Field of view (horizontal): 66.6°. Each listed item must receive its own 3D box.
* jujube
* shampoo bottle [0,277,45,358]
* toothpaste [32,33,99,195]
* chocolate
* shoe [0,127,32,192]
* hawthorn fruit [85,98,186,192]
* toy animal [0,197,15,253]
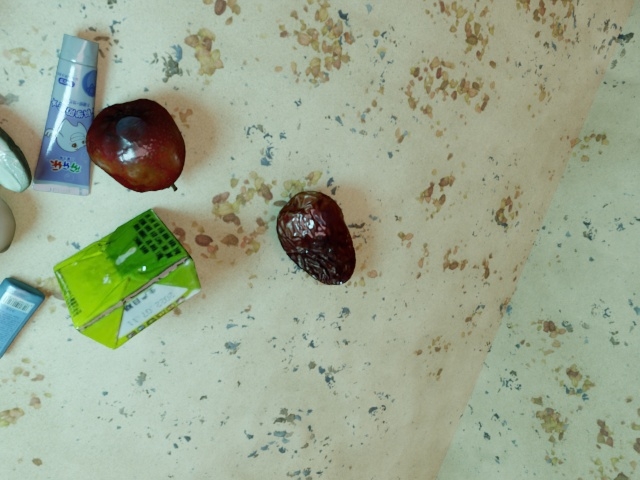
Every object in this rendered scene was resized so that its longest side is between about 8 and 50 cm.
[{"bbox_3d":[0.000,0.000,1.534,0.216,0.216,0.342,-40,127,-15],"label":"jujube"},{"bbox_3d":[-0.799,0.221,1.193,0.103,0.061,0.258,38,84,-34],"label":"shampoo bottle"},{"bbox_3d":[-0.594,-0.290,1.164,0.125,0.080,0.372,6,109,-35],"label":"toothpaste"},{"bbox_3d":[-0.474,0.091,1.213,0.288,0.301,0.137,-35,131,-16],"label":"chocolate"},{"bbox_3d":[-0.801,-0.203,1.028,0.210,0.132,0.342,-45,117,-9],"label":"shoe"},{"bbox_3d":[-0.422,-0.212,1.198,0.210,0.230,0.266,-42,136,-3],"label":"hawthorn fruit"},{"bbox_3d":[-0.797,0.007,0.991,0.237,0.269,0.326,35,61,7],"label":"toy animal"}]
